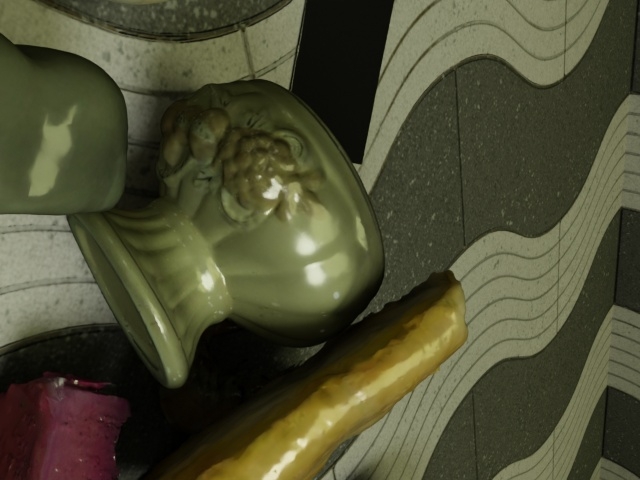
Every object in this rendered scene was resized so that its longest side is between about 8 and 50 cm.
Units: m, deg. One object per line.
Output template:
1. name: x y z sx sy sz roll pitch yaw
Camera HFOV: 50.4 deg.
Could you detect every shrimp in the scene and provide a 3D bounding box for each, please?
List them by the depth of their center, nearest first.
1. shrimp: -0.101 0.175 0.967 0.296 0.058 0.168 -1 102 -47

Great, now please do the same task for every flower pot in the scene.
1. flower pot: -0.107 0.002 0.715 0.244 0.307 0.307 -32 128 -23

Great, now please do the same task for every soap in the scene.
1. soap: -0.287 0.266 0.665 0.112 0.182 0.289 30 85 -50

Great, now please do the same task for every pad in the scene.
1. pad: 0.031 -0.268 1.005 0.202 0.005 0.299 1 102 -51

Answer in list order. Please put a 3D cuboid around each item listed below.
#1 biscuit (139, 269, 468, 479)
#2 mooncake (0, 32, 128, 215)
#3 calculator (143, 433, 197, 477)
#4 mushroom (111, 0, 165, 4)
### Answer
1. biscuit: -0.029 0.205 0.763 0.446 0.429 0.104 -34 86 -23
2. mooncake: -0.270 -0.089 0.493 0.275 0.275 0.135 5 96 -52
3. calculator: -0.218 0.385 0.914 0.274 0.028 0.165 -41 132 -35
4. mushroom: -0.165 -0.354 0.595 0.254 0.234 0.260 34 116 -22
